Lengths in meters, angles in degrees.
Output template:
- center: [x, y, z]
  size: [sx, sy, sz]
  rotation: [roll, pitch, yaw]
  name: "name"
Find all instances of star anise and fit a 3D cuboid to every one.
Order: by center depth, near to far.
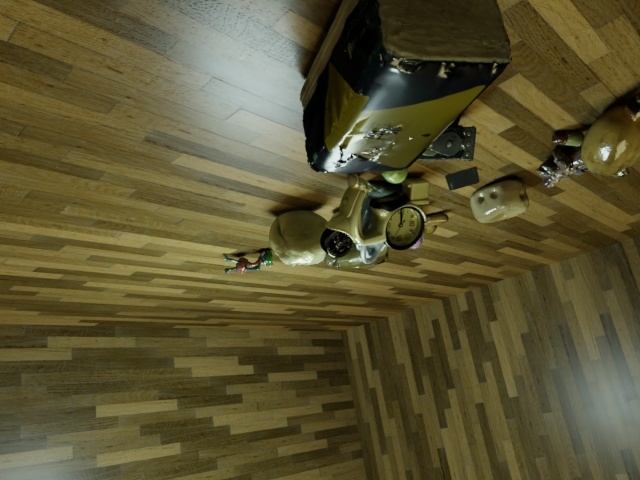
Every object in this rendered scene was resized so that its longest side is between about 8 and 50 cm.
- center: [0.844, -0.257, 1.877]
  size: [0.229, 0.093, 0.236]
  rotation: [1, 156, -27]
  name: "star anise"

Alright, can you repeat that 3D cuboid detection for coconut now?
- center: [0.231, -0.220, 1.696]
  size: [0.096, 0.087, 0.088]
  rotation: [17, 149, -39]
  name: "coconut"

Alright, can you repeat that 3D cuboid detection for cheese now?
- center: [0.692, -0.146, 2.085]
  size: [0.218, 0.117, 0.235]
  rotation: [-7, 164, -12]
  name: "cheese"

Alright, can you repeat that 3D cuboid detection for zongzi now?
- center: [0.145, 0.036, 2.248]
  size: [0.274, 0.145, 0.300]
  rotation: [-9, 173, 0]
  name: "zongzi"

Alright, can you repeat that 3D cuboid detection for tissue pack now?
- center: [0.136, -0.325, 1.103]
  size: [0.264, 0.253, 0.416]
  rotation: [-2, 161, -21]
  name: "tissue pack"

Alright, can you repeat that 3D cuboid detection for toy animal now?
- center: [-0.303, 0.096, 2.316]
  size: [0.208, 0.103, 0.100]
  rotation: [-4, 117, -8]
  name: "toy animal"

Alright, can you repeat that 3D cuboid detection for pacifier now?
- center: [0.142, -0.044, 2.022]
  size: [0.226, 0.238, 0.287]
  rotation: [15, 176, 26]
  name: "pacifier"

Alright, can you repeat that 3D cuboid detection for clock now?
- center: [0.184, -0.088, 1.826]
  size: [0.379, 0.276, 0.120]
  rotation: [-5, -160, -26]
  name: "clock"

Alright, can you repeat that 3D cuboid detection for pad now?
- center: [0.509, -0.219, 1.958]
  size: [0.112, 0.003, 0.157]
  rotation: [-15, 160, 16]
  name: "pad"

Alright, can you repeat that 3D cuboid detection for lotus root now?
- center: [0.895, -0.319, 1.625]
  size: [0.183, 0.182, 0.310]
  rotation: [-9, 149, -1]
  name: "lotus root"

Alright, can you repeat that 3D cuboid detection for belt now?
- center: [0.310, -0.286, 1.510]
  size: [0.218, 0.128, 0.122]
  rotation: [-4, -163, -12]
  name: "belt"

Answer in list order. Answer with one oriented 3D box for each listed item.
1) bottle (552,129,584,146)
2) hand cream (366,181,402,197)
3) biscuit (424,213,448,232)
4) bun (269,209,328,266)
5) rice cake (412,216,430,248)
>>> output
- center: [0.782, -0.326, 1.732]
  size: [0.101, 0.047, 0.063]
  rotation: [1, 131, -16]
  name: "bottle"
- center: [0.236, -0.165, 1.914]
  size: [0.235, 0.055, 0.086]
  rotation: [7, 153, -22]
  name: "hand cream"
- center: [0.407, -0.068, 2.269]
  size: [0.208, 0.047, 0.164]
  rotation: [-2, 156, -18]
  name: "biscuit"
- center: [-0.071, 0.000, 1.962]
  size: [0.229, 0.229, 0.145]
  rotation: [-6, 139, -9]
  name: "bun"
- center: [0.399, -0.029, 2.231]
  size: [0.081, 0.051, 0.290]
  rotation: [-9, 159, 2]
  name: "rice cake"
